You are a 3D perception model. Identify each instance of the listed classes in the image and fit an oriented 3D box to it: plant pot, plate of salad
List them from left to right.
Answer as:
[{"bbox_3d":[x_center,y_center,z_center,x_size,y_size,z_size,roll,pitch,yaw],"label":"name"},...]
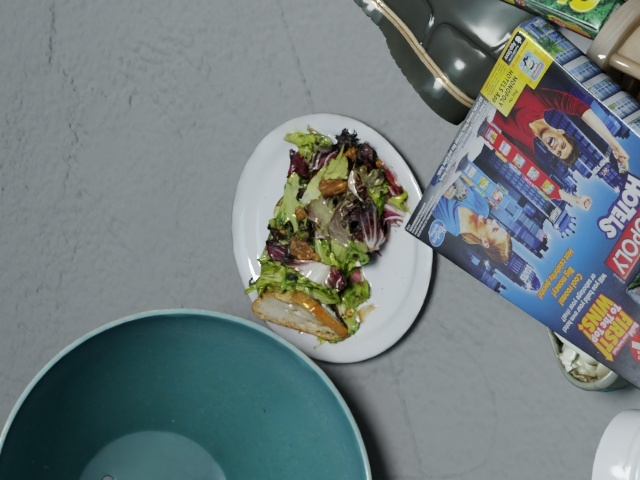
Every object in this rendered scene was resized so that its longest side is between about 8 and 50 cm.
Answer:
[{"bbox_3d":[-0.121,0.212,1.371,0.195,0.290,0.290,137,113,-73],"label":"plant pot"},{"bbox_3d":[0.000,0.000,1.353,0.199,0.048,0.200,7,102,38],"label":"plate of salad"}]

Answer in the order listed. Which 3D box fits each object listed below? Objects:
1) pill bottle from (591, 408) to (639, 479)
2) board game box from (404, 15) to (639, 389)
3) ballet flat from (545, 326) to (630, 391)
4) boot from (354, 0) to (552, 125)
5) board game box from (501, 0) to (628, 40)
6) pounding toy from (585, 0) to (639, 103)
[{"bbox_3d":[0.307,0.166,1.078,0.264,0.146,0.146,3,100,38],"label":"pill bottle"},{"bbox_3d":[0.167,-0.012,1.051,0.194,0.060,0.194,45,140,15],"label":"board game box"},{"bbox_3d":[0.167,0.007,1.210,0.072,0.068,0.213,-31,78,37],"label":"ballet flat"},{"bbox_3d":[0.095,-0.200,1.244,0.137,0.077,0.198,-41,71,20],"label":"boot"},{"bbox_3d":[0.122,-0.241,1.191,0.259,0.030,0.136,30,84,31],"label":"board game box"},{"bbox_3d":[0.252,-0.060,1.077,0.155,0.154,0.270,30,116,31],"label":"pounding toy"}]
